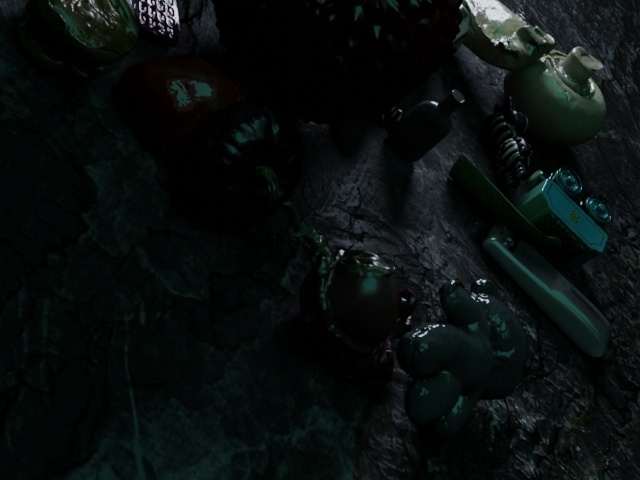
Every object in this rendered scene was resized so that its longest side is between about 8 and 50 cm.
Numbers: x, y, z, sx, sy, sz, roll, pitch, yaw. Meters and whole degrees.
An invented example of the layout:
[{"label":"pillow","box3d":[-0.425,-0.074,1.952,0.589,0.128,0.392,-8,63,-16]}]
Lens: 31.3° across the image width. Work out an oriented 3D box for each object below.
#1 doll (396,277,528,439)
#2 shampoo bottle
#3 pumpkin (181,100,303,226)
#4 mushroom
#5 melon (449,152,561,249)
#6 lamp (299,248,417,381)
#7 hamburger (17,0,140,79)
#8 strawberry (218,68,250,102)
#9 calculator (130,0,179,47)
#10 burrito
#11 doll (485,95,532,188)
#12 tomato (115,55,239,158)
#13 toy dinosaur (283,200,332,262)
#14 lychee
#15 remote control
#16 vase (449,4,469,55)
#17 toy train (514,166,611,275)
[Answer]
[{"label":"doll","box3d":[0.196,0.177,1.779,0.340,0.158,0.245,-17,105,-48]},{"label":"shampoo bottle","box3d":[0.201,-0.217,2.118,0.080,0.165,0.040,43,38,-7]},{"label":"pumpkin","box3d":[-0.116,-0.115,1.708,0.194,0.150,0.194,13,73,-47]},{"label":"mushroom","box3d":[0.527,-0.333,2.521,0.246,0.202,0.246,25,34,-18]},{"label":"melon","box3d":[0.360,-0.064,2.224,0.262,0.053,0.114,42,10,6]},{"label":"lamp","box3d":[0.053,0.096,1.735,0.215,0.151,0.223,-53,142,-47]},{"label":"hamburger","box3d":[-0.363,-0.312,1.697,0.177,0.113,0.185,16,56,-43]},{"label":"strawberry","box3d":[-0.185,-0.242,1.841,0.187,0.082,0.146,31,34,-15]},{"label":"calculator","box3d":[-0.313,-0.392,1.871,0.191,0.034,0.126,24,43,-37]},{"label":"burrito","box3d":[0.334,-0.481,2.470,0.348,0.107,0.175,37,36,17]},{"label":"doll","box3d":[0.392,-0.202,2.357,0.067,0.091,0.219,15,48,-28]},{"label":"tomato","box3d":[-0.208,-0.222,1.736,0.174,0.082,0.166,-30,83,-24]},{"label":"toy dinosaur","box3d":[-0.009,0.004,1.825,0.180,0.037,0.058,52,42,5]},{"label":"lychee","box3d":[0.037,-0.381,1.909,0.500,0.425,0.424,57,33,-25]},{"label":"remote control","box3d":[0.443,0.086,2.188,0.313,0.055,0.109,45,37,-3]},{"label":"vase","box3d":[0.170,-0.382,2.256,0.165,0.165,0.360,45,42,-5]},{"label":"toy train","box3d":[0.489,-0.044,2.303,0.203,0.112,0.163,41,43,-6]}]
